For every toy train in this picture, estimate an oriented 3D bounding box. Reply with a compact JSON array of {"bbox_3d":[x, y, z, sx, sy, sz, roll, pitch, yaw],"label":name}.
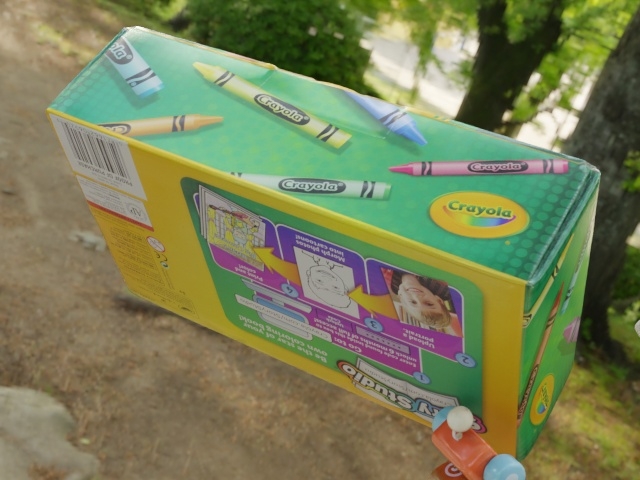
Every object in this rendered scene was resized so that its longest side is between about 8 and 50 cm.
[{"bbox_3d":[0.108,0.153,0.460,0.125,0.046,0.166,51,-6,-37],"label":"toy train"}]

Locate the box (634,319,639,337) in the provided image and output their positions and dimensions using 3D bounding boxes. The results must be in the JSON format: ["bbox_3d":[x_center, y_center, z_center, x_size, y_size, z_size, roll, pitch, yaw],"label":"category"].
[{"bbox_3d":[0.318,0.067,0.560,0.181,0.119,0.182,-14,60,-35],"label":"box"}]

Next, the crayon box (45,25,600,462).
[{"bbox_3d":[0.000,0.000,0.541,0.278,0.165,0.081,21,57,24],"label":"crayon box"}]
